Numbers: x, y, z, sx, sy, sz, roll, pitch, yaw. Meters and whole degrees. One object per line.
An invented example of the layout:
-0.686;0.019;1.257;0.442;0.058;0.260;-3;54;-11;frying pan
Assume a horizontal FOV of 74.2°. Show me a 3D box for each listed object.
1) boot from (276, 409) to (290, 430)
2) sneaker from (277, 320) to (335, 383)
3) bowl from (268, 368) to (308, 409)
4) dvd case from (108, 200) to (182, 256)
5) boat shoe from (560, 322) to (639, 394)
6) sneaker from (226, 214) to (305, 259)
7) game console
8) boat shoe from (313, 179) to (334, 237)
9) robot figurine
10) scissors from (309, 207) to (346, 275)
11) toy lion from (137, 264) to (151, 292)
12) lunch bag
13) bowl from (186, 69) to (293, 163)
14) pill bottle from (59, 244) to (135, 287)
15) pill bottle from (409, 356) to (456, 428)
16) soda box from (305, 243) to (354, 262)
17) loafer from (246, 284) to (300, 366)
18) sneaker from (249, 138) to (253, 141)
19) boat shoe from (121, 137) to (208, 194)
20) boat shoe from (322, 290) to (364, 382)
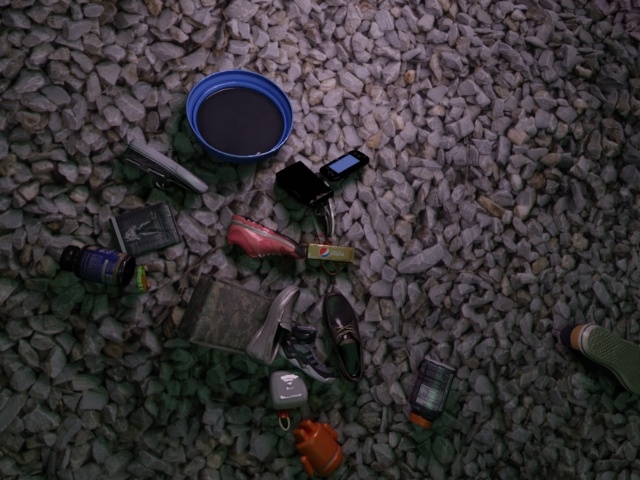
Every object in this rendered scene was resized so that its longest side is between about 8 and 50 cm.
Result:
-0.139;0.620;1.568;0.059;0.084;0.157;-11;85;-7;boot
-0.032;0.416;1.590;0.269;0.101;0.153;34;84;-2;sneaker
-0.117;0.540;1.562;0.142;0.053;0.142;-3;55;-13;bowl
-0.649;-0.038;1.573;0.221;0.018;0.164;-19;90;-11;dvd case
1.200;0.486;1.763;0.500;0.156;0.186;31;76;-17;boat shoe
-0.211;0.018;1.607;0.314;0.116;0.136;25;92;1;sneaker
0.022;-0.266;1.648;0.361;0.044;0.213;-32;59;-22;game console
0.006;-0.119;1.652;0.079;0.084;0.233;-8;79;-13;boat shoe
-0.007;0.766;1.554;0.128;0.158;0.219;-39;93;12;robot figurine
0.000;0.000;1.672;0.109;0.021;0.297;-35;93;-8;scissors
-0.640;0.139;1.520;0.034;0.096;0.100;-11;87;-10;toy lion
-0.325;0.271;1.518;0.287;0.169;0.235;28;77;-35;lunch bag
-0.297;-0.462;1.588;0.391;0.077;0.391;4;69;-11;bowl
-0.780;0.085;1.486;0.219;0.123;0.122;14;83;-4;pill bottle
0.424;0.591;1.636;0.130;0.130;0.245;22;83;-7;pill bottle
0.037;0.050;1.634;0.181;0.061;0.058;5;84;-9;soda box
-0.147;0.309;1.546;0.112;0.112;0.319;17;63;24;loafer
-0.313;-0.374;1.640;0.167;0.065;0.076;28;93;0;sneaker
-0.575;-0.245;1.565;0.335;0.121;0.119;31;89;6;boat shoe
0.102;0.364;1.603;0.132;0.130;0.355;-17;88;-10;boat shoe
